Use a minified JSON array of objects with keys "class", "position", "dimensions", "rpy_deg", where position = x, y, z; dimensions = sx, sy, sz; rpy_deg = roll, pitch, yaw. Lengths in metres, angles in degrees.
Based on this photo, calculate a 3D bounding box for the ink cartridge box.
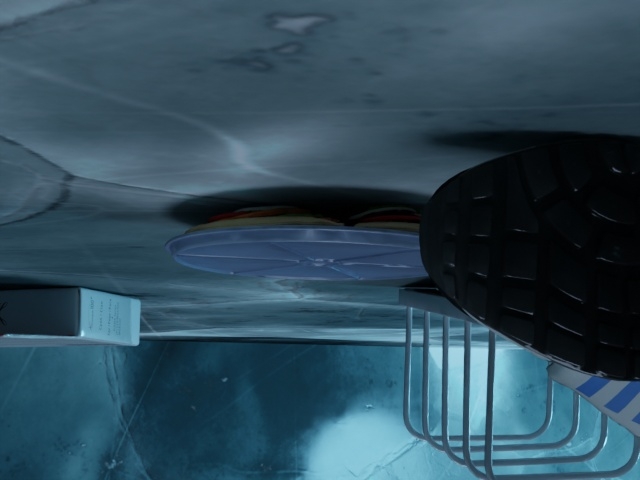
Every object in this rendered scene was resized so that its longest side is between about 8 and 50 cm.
[{"class":"ink cartridge box","position":[-0.405,0.092,1.160],"dimensions":[0.296,0.066,0.261],"rpy_deg":[-3,171,20]}]

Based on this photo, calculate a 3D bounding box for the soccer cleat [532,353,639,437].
[{"class":"soccer cleat","position":[0.254,0.094,0.795],"dimensions":[0.143,0.116,0.331],"rpy_deg":[-1,146,36]}]

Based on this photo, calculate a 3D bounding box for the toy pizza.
[{"class":"toy pizza","position":[0.000,0.000,0.645],"dimensions":[0.201,0.032,0.201],"rpy_deg":[1,171,0]}]

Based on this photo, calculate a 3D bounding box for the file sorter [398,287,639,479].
[{"class":"file sorter","position":[0.207,0.141,0.992],"dimensions":[0.192,0.173,0.277],"rpy_deg":[1,180,-11]}]

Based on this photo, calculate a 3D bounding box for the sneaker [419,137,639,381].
[{"class":"sneaker","position":[0.171,0.013,0.506],"dimensions":[0.283,0.107,0.124],"rpy_deg":[3,177,-17]}]
